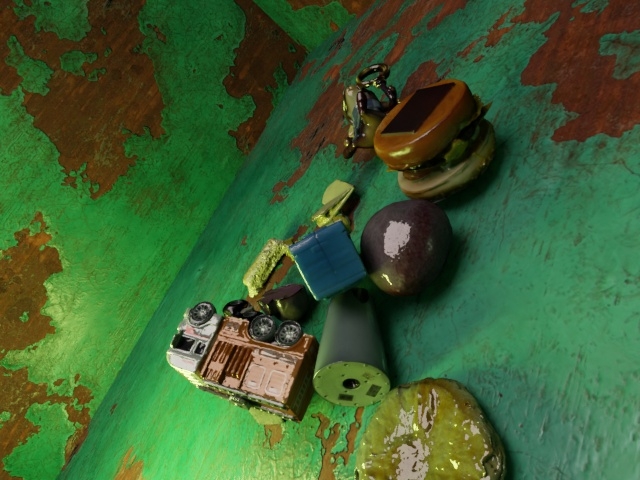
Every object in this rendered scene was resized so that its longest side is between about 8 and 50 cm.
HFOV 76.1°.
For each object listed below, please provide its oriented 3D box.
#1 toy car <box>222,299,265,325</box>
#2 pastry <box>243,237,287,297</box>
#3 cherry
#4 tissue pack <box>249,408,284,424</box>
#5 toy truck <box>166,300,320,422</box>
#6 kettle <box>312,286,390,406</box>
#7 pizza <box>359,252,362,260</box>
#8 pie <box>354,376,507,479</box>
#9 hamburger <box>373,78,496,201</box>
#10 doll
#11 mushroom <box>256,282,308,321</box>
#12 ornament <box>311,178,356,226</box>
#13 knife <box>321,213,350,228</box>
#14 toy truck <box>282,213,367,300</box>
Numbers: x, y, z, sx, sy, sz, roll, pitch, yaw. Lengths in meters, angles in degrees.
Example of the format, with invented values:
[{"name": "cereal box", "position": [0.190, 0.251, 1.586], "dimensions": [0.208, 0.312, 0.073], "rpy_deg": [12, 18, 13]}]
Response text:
[{"name": "toy car", "position": [-0.219, 0.305, 1.317], "dimensions": [0.301, 0.117, 0.193], "rpy_deg": [8, 107, 59]}, {"name": "pastry", "position": [-0.226, 0.102, 1.635], "dimensions": [0.259, 0.089, 0.121], "rpy_deg": [-54, 14, -5]}, {"name": "cherry", "position": [0.193, 0.009, 0.933], "dimensions": [0.213, 0.183, 0.266], "rpy_deg": [-27, 32, 46]}, {"name": "tissue pack", "position": [-0.141, 0.396, 1.113], "dimensions": [0.090, 0.103, 0.170], "rpy_deg": [-9, 38, 7]}, {"name": "toy truck", "position": [-0.195, 0.303, 1.026], "dimensions": [0.387, 0.173, 0.207], "rpy_deg": [7, 52, 23]}, {"name": "kettle", "position": [0.066, 0.249, 0.950], "dimensions": [0.243, 0.159, 0.211], "rpy_deg": [-83, 9, -54]}, {"name": "pizza", "position": [0.193, -0.014, 1.101], "dimensions": [0.246, 0.058, 0.127], "rpy_deg": [-31, 34, 35]}, {"name": "pie", "position": [0.171, 0.371, 0.682], "dimensions": [0.306, 0.071, 0.307], "rpy_deg": [-35, 34, 29]}, {"name": "hamburger", "position": [0.286, -0.238, 1.013], "dimensions": [0.291, 0.225, 0.291], "rpy_deg": [-36, 27, 21]}, {"name": "doll", "position": [0.172, -0.464, 1.486], "dimensions": [0.318, 0.209, 0.340], "rpy_deg": [-41, 27, 19]}, {"name": "mushroom", "position": [-0.104, 0.199, 1.272], "dimensions": [0.141, 0.117, 0.188], "rpy_deg": [-36, 10, -23]}, {"name": "ornament", "position": [0.058, -0.146, 1.432], "dimensions": [0.180, 0.059, 0.201], "rpy_deg": [-30, 25, 42]}, {"name": "knife", "position": [0.000, -0.002, 1.425], "dimensions": [0.265, 0.040, 0.073], "rpy_deg": [-36, 33, 33]}, {"name": "toy truck", "position": [0.019, 0.044, 1.031], "dimensions": [0.161, 0.162, 0.385], "rpy_deg": [-26, -3, 1]}]
